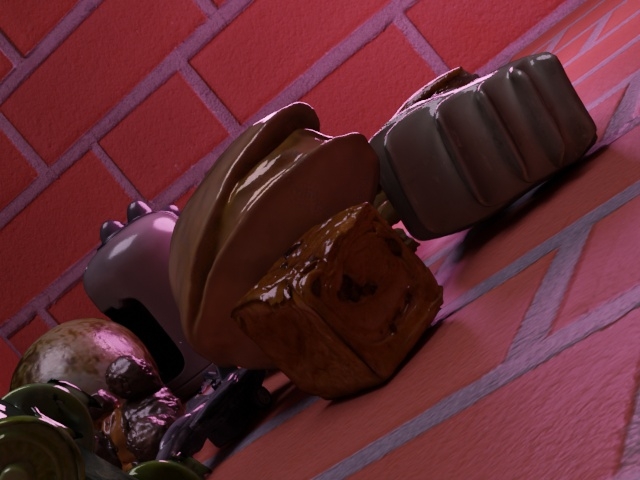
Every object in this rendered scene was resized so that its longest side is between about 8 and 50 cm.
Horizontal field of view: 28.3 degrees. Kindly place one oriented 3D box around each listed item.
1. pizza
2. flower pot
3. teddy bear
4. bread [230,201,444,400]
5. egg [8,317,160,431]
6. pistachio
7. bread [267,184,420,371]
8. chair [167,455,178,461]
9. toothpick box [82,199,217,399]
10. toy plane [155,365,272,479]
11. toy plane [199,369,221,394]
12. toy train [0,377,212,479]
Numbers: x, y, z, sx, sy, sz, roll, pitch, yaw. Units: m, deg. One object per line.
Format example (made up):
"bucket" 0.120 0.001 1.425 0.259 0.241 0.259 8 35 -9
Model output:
"pizza" 0.184 -0.150 1.812 0.185 0.195 0.052 -41 39 17
"flower pot" 0.199 -0.122 1.592 0.254 0.164 0.367 -29 3 7
"teddy bear" -0.263 0.275 1.691 0.190 0.177 0.140 -39 -39 2
"bread" 0.021 0.069 1.306 0.149 0.158 0.143 -42 11 -33
"egg" -0.367 0.240 2.002 0.238 0.238 0.289 -39 17 12
"pistachio" -0.057 0.000 1.468 0.321 0.229 0.238 -63 -22 11
"bread" 0.000 0.000 1.804 0.314 0.191 0.370 -35 5 45
"chair" -0.202 0.309 1.238 0.212 0.084 0.101 -37 9 29
"toothpick box" -0.257 0.084 2.161 0.229 0.316 0.229 -38 5 4
"toy plane" -0.128 0.215 1.522 0.212 0.088 0.267 -37 14 33
"toy plane" -0.165 0.215 1.979 0.078 0.031 0.083 -42 6 -25
"toy train" -0.192 0.227 0.942 0.188 0.272 0.159 -57 9 1
